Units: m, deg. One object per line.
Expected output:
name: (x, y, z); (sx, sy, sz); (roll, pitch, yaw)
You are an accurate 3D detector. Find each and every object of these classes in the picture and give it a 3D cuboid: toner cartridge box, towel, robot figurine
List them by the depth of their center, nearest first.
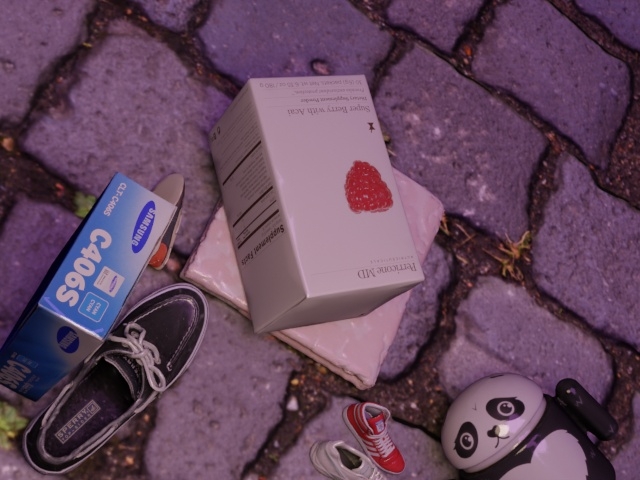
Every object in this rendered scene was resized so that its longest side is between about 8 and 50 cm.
toner cartridge box: (-0.275, 0.065, 1.106); (0.075, 0.348, 0.165); (31, 62, -14)
robot figurine: (0.294, 0.313, 1.385); (0.278, 0.173, 0.209); (48, 52, -3)
towel: (0.000, 0.000, 1.432); (0.317, 0.053, 0.332); (31, 61, -11)

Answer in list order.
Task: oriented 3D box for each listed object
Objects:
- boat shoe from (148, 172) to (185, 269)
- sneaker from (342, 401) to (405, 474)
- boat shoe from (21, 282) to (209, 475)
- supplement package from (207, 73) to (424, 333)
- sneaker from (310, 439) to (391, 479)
boat shoe: (-0.210, -0.027, 1.349); (0.043, 0.049, 0.137); (53, 43, -51)
sneaker: (0.084, 0.269, 1.363); (0.118, 0.067, 0.042); (50, 59, -2)
boat shoe: (-0.240, 0.158, 1.229); (0.113, 0.105, 0.306); (50, 59, -2)
supplement package: (-0.012, -0.048, 1.312); (0.178, 0.175, 0.293); (-7, 74, -29)
sneaker: (0.057, 0.319, 1.338); (0.152, 0.061, 0.053); (37, 58, -11)
